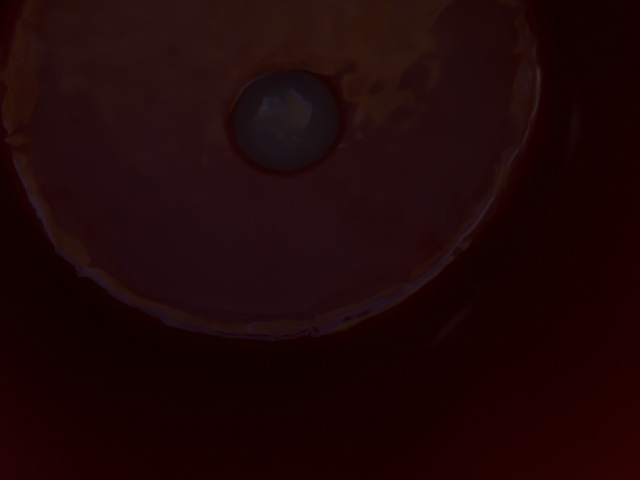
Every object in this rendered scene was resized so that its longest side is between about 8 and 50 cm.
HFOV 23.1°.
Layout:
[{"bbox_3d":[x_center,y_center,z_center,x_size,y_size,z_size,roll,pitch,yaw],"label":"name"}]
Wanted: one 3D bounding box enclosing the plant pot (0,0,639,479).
[{"bbox_3d":[0.000,0.000,0.410,0.275,0.275,0.243,21,20,-17],"label":"plant pot"}]
